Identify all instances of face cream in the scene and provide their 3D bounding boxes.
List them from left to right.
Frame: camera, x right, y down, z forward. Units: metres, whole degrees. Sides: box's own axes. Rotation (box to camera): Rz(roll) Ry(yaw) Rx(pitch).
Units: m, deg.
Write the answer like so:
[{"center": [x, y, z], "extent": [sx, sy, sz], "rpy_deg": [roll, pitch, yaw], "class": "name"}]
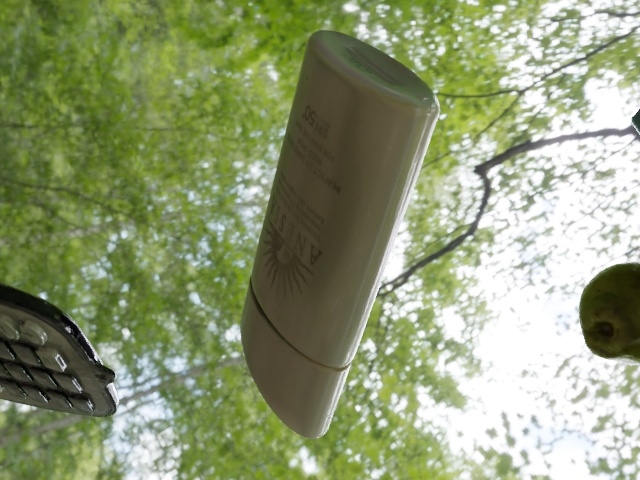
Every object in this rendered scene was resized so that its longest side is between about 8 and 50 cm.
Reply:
[{"center": [0.000, 0.000, 0.716], "extent": [0.173, 0.081, 0.348], "rpy_deg": [51, -46, 45], "class": "face cream"}]

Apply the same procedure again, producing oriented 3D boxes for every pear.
[{"center": [0.325, 0.072, 0.800], "extent": [0.107, 0.131, 0.107], "rpy_deg": [35, -42, 39], "class": "pear"}]

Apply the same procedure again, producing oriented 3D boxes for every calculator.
[{"center": [-0.278, 0.077, 0.616], "extent": [0.268, 0.040, 0.177], "rpy_deg": [13, -37, 17], "class": "calculator"}]

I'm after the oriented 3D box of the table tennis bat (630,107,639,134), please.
[{"center": [0.384, 0.013, 0.710], "extent": [0.044, 0.215, 0.329], "rpy_deg": [-23, -108, 1], "class": "table tennis bat"}]
